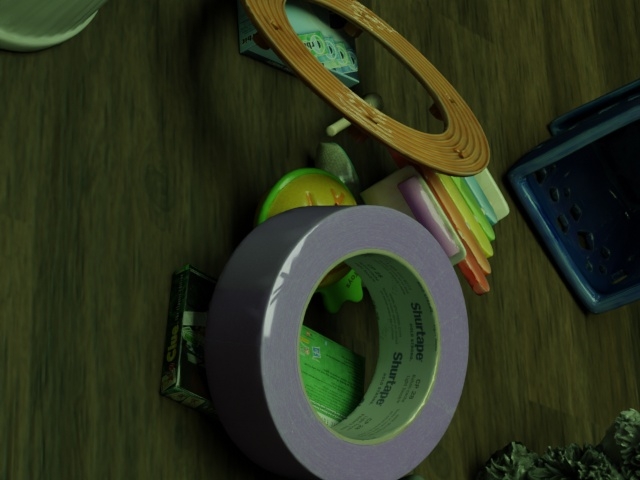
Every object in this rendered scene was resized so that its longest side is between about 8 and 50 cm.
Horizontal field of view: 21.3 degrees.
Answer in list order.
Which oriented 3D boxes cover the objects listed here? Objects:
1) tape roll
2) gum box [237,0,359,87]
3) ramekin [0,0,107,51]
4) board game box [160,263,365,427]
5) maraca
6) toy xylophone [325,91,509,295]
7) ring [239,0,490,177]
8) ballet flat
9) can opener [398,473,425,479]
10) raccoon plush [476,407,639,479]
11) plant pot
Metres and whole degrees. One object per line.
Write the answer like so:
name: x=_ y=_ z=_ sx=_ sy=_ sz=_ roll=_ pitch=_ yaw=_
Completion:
tape roll: x=0.020 y=0.102 z=1.664 sx=0.275 sy=0.090 sz=0.274 roll=-1 pitch=92 yaw=-41
gum box: x=-0.028 y=-0.277 z=1.930 sx=0.157 sy=0.041 sz=0.184 roll=19 pitch=59 yaw=-44
ramekin: x=-0.277 y=-0.322 z=1.588 sx=0.273 sy=0.127 sz=0.272 roll=25 pitch=54 yaw=-40
board game box: x=-0.052 y=0.135 z=1.706 sx=0.260 sy=0.030 sz=0.136 roll=31 pitch=48 yaw=-37
maraca: x=0.000 y=0.000 z=1.776 sx=0.186 sy=0.099 sz=0.127 roll=41 pitch=78 yaw=-41
toy xylophone: x=0.113 y=-0.062 z=1.895 sx=0.236 sy=0.081 sz=0.322 roll=57 pitch=18 yaw=-9
ring: x=0.043 y=-0.180 z=1.812 sx=0.337 sy=0.032 sz=0.336 roll=33 pitch=25 yaw=-17
ballet flat: x=0.023 y=-0.028 z=1.857 sx=0.052 sy=0.057 sz=0.168 roll=-20 pitch=87 yaw=-41
can opener: x=0.060 y=0.332 z=1.696 sx=0.074 sy=0.093 sz=0.280 roll=58 pitch=34 yaw=-10
raccoon plush: x=0.336 y=0.370 z=1.825 sx=0.216 sy=0.299 sz=0.446 roll=32 pitch=50 yaw=-37
plant pot: x=0.413 y=-0.080 z=2.211 sx=0.236 sy=0.236 sz=0.212 roll=56 pitch=32 yaw=-13
